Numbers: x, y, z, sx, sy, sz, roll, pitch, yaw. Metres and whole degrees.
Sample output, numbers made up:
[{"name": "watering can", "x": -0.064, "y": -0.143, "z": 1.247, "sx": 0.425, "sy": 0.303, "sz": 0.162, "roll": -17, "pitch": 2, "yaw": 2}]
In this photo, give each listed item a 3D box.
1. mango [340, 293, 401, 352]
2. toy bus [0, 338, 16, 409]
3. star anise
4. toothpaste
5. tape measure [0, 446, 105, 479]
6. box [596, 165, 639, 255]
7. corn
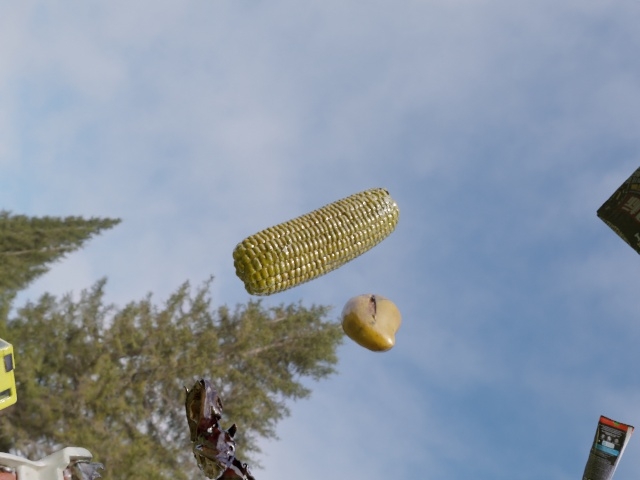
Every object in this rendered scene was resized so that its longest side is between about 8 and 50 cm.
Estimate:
[{"name": "mango", "x": 0.147, "y": 0.227, "z": 1.641, "sx": 0.177, "sy": 0.295, "sz": 0.120, "roll": 11, "pitch": -83, "yaw": 1}, {"name": "toy bus", "x": -0.363, "y": 0.099, "z": 0.506, "sx": 0.227, "sy": 0.081, "sz": 0.074, "roll": 8, "pitch": -72, "yaw": 29}, {"name": "star anise", "x": -0.116, "y": 0.255, "z": 0.670, "sx": 0.157, "sy": 0.054, "sz": 0.212, "roll": 34, "pitch": -41, "yaw": 50}, {"name": "toothpaste", "x": 0.592, "y": 0.466, "z": 1.193, "sx": 0.071, "sy": 0.045, "sz": 0.193, "roll": 17, "pitch": -87, "yaw": 7}, {"name": "tape measure", "x": -0.407, "y": 0.338, "z": 0.626, "sx": 0.258, "sy": 0.265, "sz": 0.130, "roll": -48, "pitch": -137, "yaw": 16}, {"name": "box", "x": 0.706, "y": -0.102, "z": 1.076, "sx": 0.310, "sy": 0.084, "sz": 0.198, "roll": -56, "pitch": -149, "yaw": 25}, {"name": "corn", "x": 0.000, "y": 0.000, "z": 1.100, "sx": 0.131, "sy": 0.345, "sz": 0.131, "roll": 54, "pitch": -21, "yaw": 33}]
